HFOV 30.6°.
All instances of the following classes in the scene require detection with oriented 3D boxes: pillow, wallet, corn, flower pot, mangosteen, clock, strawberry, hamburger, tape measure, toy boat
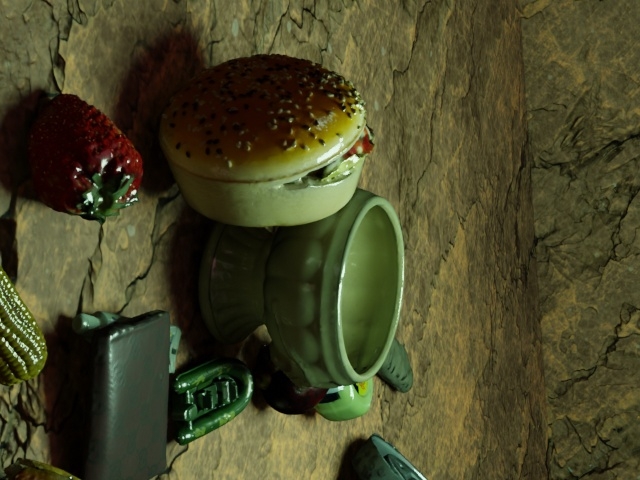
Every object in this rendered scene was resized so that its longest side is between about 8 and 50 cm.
[{"bbox_3d":[0.137,0.229,2.325,0.241,0.051,0.093,44,50,-53],"label":"pillow"},{"bbox_3d":[-0.245,0.208,1.479,0.182,0.049,0.229,-15,113,-65],"label":"wallet"},{"bbox_3d":[-0.364,0.059,1.245,0.080,0.080,0.231,-62,141,-45],"label":"corn"},{"bbox_3d":[-0.030,0.066,1.743,0.307,0.244,0.307,5,90,-66],"label":"flower pot"},{"bbox_3d":[-0.048,0.208,1.871,0.140,0.140,0.140,-1,90,-65],"label":"mangosteen"},{"bbox_3d":[0.182,0.492,2.171,0.061,0.312,0.312,-45,148,3],"label":"clock"},{"bbox_3d":[-0.287,-0.094,1.387,0.131,0.148,0.131,-38,158,-18],"label":"strawberry"},{"bbox_3d":[-0.074,-0.149,1.621,0.300,0.300,0.176,-57,154,-49],"label":"hamburger"},{"bbox_3d":[0.025,0.226,2.030,0.200,0.106,0.175,37,42,-61],"label":"tape measure"},{"bbox_3d":[-0.160,0.227,1.697,0.210,0.052,0.104,-14,99,-63],"label":"toy boat"}]

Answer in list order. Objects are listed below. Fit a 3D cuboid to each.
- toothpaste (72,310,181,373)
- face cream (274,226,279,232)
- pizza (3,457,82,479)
[{"bbox_3d":[-0.248,0.128,1.537,0.255,0.037,0.067,32,61,-64],"label":"toothpaste"},{"bbox_3d":[0.000,0.000,1.978,0.149,0.104,0.149,0,90,-65],"label":"face cream"},{"bbox_3d":[-0.314,0.360,1.303,0.147,0.069,0.226,12,72,-25],"label":"pizza"}]
